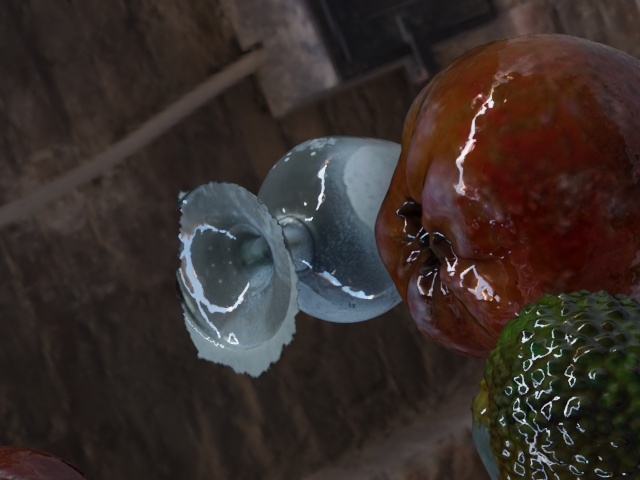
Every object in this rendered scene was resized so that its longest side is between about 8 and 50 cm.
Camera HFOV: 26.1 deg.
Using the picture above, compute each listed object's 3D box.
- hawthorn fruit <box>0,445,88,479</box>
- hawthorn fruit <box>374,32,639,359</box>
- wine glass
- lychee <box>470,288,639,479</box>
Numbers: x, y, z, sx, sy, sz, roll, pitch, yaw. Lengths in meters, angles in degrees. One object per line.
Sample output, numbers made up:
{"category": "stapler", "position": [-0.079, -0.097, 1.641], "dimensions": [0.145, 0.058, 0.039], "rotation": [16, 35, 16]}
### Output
{"category": "hawthorn fruit", "position": [-0.247, 0.239, 1.021], "dimensions": [0.173, 0.179, 0.173], "rotation": [51, 151, 44]}
{"category": "hawthorn fruit", "position": [0.173, -0.033, 1.116], "dimensions": [0.284, 0.284, 0.284], "rotation": [42, 146, 38]}
{"category": "wine glass", "position": [0.000, 0.000, 1.605], "dimensions": [0.238, 0.323, 0.238], "rotation": [15, 113, 40]}
{"category": "lychee", "position": [0.180, 0.105, 0.861], "dimensions": [0.171, 0.171, 0.171], "rotation": [42, 146, 38]}
